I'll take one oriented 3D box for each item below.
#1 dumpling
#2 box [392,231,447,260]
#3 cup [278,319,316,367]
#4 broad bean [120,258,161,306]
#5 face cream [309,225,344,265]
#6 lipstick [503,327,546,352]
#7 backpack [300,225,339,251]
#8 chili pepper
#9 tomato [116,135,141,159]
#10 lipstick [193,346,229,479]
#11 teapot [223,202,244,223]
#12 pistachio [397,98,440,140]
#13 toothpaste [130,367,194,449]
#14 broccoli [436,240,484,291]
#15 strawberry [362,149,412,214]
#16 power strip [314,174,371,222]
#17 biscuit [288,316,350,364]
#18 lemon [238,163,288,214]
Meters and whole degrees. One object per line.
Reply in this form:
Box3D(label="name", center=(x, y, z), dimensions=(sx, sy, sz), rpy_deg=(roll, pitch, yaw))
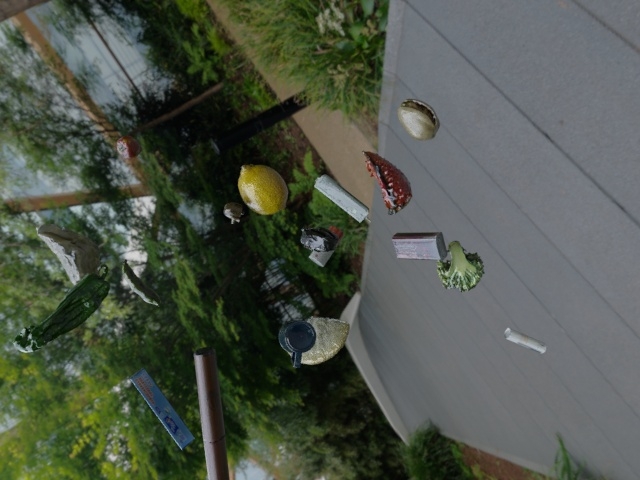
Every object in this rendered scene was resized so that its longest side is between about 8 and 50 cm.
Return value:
Box3D(label="dumpling", center=(-0.988, 0.068, 1.662), dimensions=(0.086, 0.165, 0.333), rpy_deg=(-121, 10, -59))
Box3D(label="box", center=(0.424, 0.024, 1.765), dimensions=(0.223, 0.069, 0.120), rpy_deg=(3, 119, 46))
Box3D(label="cup", center=(-0.072, 0.346, 1.409), dimensions=(0.150, 0.113, 0.138), rpy_deg=(65, 163, 6))
Box3D(label="broad bean", center=(-0.785, 0.194, 1.777), dimensions=(0.255, 0.065, 0.046), rpy_deg=(49, 146, -2))
Box3D(label="face cream", center=(0.036, 0.030, 2.240), dimensions=(0.095, 0.214, 0.096), rpy_deg=(33, 169, 7))
Box3D(label="lipstick", center=(0.702, 0.343, 1.404), dimensions=(0.141, 0.040, 0.040), rpy_deg=(23, 172, -3))
Box3D(label="backpack", center=(-0.002, 0.001, 1.755), dimensions=(0.165, 0.119, 0.106), rpy_deg=(28, 114, 49))
Box3D(label="chili pepper", center=(-0.612, 0.167, 1.002), dimensions=(0.074, 0.257, 0.100), rpy_deg=(6, 133, 25))
Box3D(label="tomato", center=(-0.705, -0.342, 1.513), dimensions=(0.087, 0.087, 0.075), rpy_deg=(58, -146, -2))
Box3D(label="lipstick", center=(-0.274, 0.449, 1.038), dimensions=(0.057, 0.057, 0.358), rpy_deg=(-159, 64, -77))
Box3D(label="teapot", center=(-0.355, -0.099, 1.663), dimensions=(0.110, 0.080, 0.085), rpy_deg=(128, 148, -47))
Box3D(label="pistachio", center=(0.307, -0.377, 1.282), dimensions=(0.149, 0.113, 0.113), rpy_deg=(43, 172, -1))
Box3D(label="toothpaste", center=(-0.494, 0.522, 1.278), dimensions=(0.272, 0.053, 0.066), rpy_deg=(56, 155, -3))
Box3D(label="broccoli", center=(0.710, 0.121, 2.140), dimensions=(0.180, 0.242, 0.273), rpy_deg=(-76, -38, -82))
Box3D(label="strawberry", center=(0.287, -0.265, 1.703), dimensions=(0.233, 0.137, 0.307), rpy_deg=(-8, -106, -84))
Box3D(label="power strip", center=(0.088, -0.147, 1.490), dimensions=(0.252, 0.060, 0.027), rpy_deg=(38, -157, -3))
Box3D(label="biscuit", center=(-0.010, 0.370, 1.567), dimensions=(0.188, 0.265, 0.040), rpy_deg=(63, -173, 34))
Box3D(label="lemon", center=(-0.237, -0.209, 1.692), dimensions=(0.256, 0.188, 0.188), rpy_deg=(44, 179, -28))
